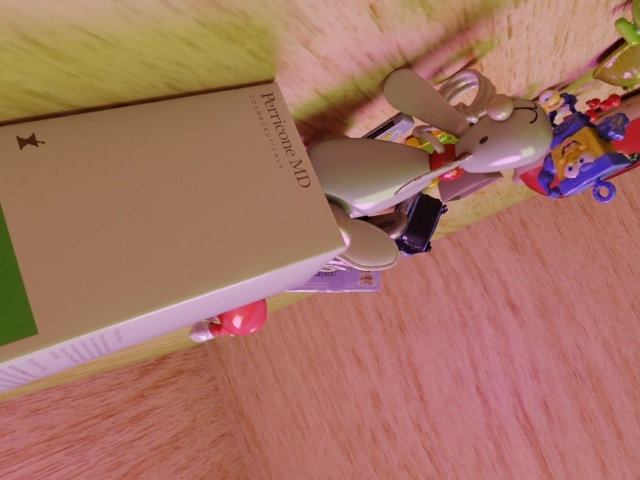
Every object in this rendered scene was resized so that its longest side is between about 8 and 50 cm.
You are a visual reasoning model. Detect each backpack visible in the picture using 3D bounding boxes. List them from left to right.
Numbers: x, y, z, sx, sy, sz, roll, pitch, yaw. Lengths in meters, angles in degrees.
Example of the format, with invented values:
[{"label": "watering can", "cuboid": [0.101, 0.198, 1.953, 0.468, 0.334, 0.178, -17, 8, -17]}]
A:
[{"label": "backpack", "cuboid": [0.242, -0.037, 1.316, 0.158, 0.116, 0.173, -65, -177, -15]}]

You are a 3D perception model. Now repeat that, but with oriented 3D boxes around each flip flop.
[{"label": "flip flop", "cuboid": [0.083, -0.026, 1.226, 0.276, 0.112, 0.080, -14, 133, 31]}]

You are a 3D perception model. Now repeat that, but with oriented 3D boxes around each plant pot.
[{"label": "plant pot", "cuboid": [0.300, -0.148, 1.027, 0.109, 0.096, 0.109, -30, 171, 35]}]

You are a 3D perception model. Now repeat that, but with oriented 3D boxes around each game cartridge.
[{"label": "game cartridge", "cuboid": [0.103, -0.166, 0.758, 0.083, 0.017, 0.056, -28, 172, 32]}]

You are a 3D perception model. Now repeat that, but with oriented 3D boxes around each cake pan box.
[{"label": "cake pan box", "cuboid": [-0.009, 0.084, 1.267, 0.266, 0.070, 0.245, 1, -178, -12]}]

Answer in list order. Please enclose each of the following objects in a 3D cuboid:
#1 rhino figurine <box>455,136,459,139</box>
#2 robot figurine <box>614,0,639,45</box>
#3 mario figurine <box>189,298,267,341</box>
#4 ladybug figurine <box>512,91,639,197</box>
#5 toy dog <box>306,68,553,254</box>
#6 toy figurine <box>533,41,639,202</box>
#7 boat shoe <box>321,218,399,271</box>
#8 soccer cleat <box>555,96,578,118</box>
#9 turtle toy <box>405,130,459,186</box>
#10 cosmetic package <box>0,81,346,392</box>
[{"label": "rhino figurine", "cuboid": [0.278, -0.176, 0.919, 0.243, 0.073, 0.106, -24, 167, 19]}, {"label": "robot figurine", "cuboid": [0.445, -0.300, 0.636, 0.101, 0.067, 0.115, -43, 160, 32]}, {"label": "mario figurine", "cuboid": [-0.240, 0.133, 1.164, 0.170, 0.198, 0.320, -13, -179, -21]}, {"label": "ladybug figurine", "cuboid": [0.744, -0.242, 1.306, 0.449, 0.162, 0.305, -27, 169, 25]}, {"label": "toy dog", "cuboid": [0.074, -0.112, 0.587, 0.333, 0.220, 0.161, -33, 135, 17]}, {"label": "toy figurine", "cuboid": [0.516, -0.180, 0.895, 0.191, 0.217, 0.362, -1, 156, -31]}, {"label": "boat shoe", "cuboid": [0.019, 0.012, 1.040, 0.304, 0.109, 0.091, 10, 157, -21]}, {"label": "soccer cleat", "cuboid": [0.494, -0.272, 1.010, 0.083, 0.029, 0.036, -23, 162, -16]}, {"label": "turtle toy", "cuboid": [0.190, -0.146, 0.866, 0.130, 0.095, 0.066, -25, -170, 22]}, {"label": "cosmetic package", "cuboid": [-0.187, -0.005, 0.469, 0.365, 0.197, 0.155, -20, 169, -24]}]
